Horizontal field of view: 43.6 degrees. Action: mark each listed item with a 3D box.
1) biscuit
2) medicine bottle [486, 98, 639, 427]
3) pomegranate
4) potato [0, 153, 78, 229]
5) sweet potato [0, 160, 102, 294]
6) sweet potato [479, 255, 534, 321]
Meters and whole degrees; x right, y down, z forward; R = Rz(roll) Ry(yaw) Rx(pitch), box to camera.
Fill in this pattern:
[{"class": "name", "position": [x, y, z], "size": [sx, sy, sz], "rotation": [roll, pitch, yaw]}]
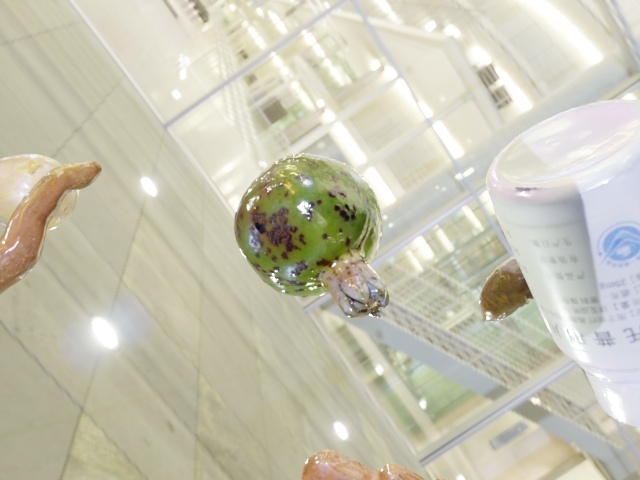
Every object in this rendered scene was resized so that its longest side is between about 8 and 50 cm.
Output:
[{"class": "biscuit", "position": [0.095, 0.380, 1.102], "size": [0.043, 0.306, 0.284], "rotation": [-81, 166, -46]}, {"class": "medicine bottle", "position": [0.284, 0.028, 0.761], "size": [0.293, 0.170, 0.170], "rotation": [61, 1, -24]}, {"class": "pomegranate", "position": [0.000, 0.000, 1.028], "size": [0.248, 0.202, 0.202], "rotation": [52, 1, 32]}, {"class": "potato", "position": [-0.520, -0.081, 1.407], "size": [0.234, 0.146, 0.150], "rotation": [3, -55, 42]}, {"class": "sweet potato", "position": [-0.210, 0.013, 0.528], "size": [0.044, 0.179, 0.044], "rotation": [38, -6, 5]}, {"class": "sweet potato", "position": [0.274, 0.039, 1.045], "size": [0.068, 0.226, 0.068], "rotation": [30, 33, -22]}]
